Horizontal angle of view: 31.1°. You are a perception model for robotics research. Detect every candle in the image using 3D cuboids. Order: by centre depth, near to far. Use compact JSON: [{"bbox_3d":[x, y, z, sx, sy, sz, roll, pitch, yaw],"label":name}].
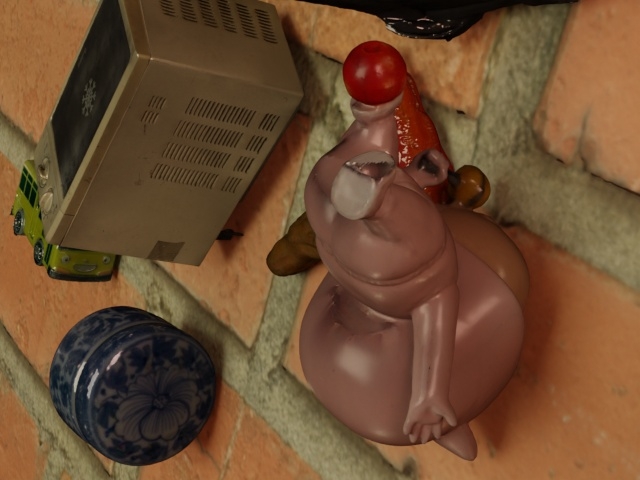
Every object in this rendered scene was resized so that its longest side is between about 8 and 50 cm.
[{"bbox_3d":[0.070,-0.085,0.907,0.053,0.048,0.162,-19,68,17],"label":"candle"}]

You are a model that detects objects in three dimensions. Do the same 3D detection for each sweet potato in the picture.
[{"bbox_3d":[0.000,-0.002,0.986,0.182,0.054,0.053,-13,68,57],"label":"sweet potato"}]

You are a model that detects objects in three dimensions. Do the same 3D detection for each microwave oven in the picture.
[{"bbox_3d":[-0.143,-0.111,1.084,0.240,0.194,0.145,-56,41,37],"label":"microwave oven"}]

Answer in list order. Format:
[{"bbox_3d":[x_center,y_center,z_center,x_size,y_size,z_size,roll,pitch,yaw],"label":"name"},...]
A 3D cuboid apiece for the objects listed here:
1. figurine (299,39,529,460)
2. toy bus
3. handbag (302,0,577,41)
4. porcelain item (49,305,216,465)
[{"bbox_3d":[0.067,0.018,0.772,0.176,0.186,0.287,34,150,46],"label":"figurine"},{"bbox_3d":[-0.311,-0.026,1.405,0.175,0.088,0.101,44,122,49],"label":"toy bus"},{"bbox_3d":[0.075,-0.241,0.782,0.254,0.181,0.181,-3,84,53],"label":"handbag"},{"bbox_3d":[-0.187,0.147,1.162,0.114,0.147,0.147,17,102,53],"label":"porcelain item"}]
